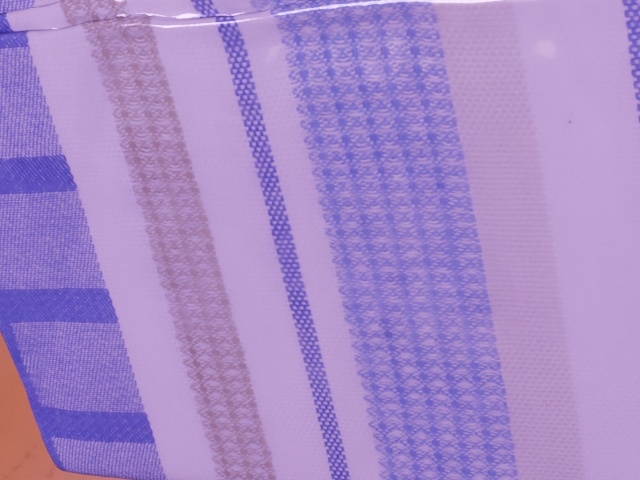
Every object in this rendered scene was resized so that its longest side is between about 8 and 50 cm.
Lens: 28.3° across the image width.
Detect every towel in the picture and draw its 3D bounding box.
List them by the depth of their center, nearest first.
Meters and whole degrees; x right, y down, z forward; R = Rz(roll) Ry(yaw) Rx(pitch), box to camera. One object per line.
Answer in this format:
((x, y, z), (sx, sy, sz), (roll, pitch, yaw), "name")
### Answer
((0.000, 0.000, 0.437), (0.285, 0.034, 0.209), (-3, 116, 24), "towel")
